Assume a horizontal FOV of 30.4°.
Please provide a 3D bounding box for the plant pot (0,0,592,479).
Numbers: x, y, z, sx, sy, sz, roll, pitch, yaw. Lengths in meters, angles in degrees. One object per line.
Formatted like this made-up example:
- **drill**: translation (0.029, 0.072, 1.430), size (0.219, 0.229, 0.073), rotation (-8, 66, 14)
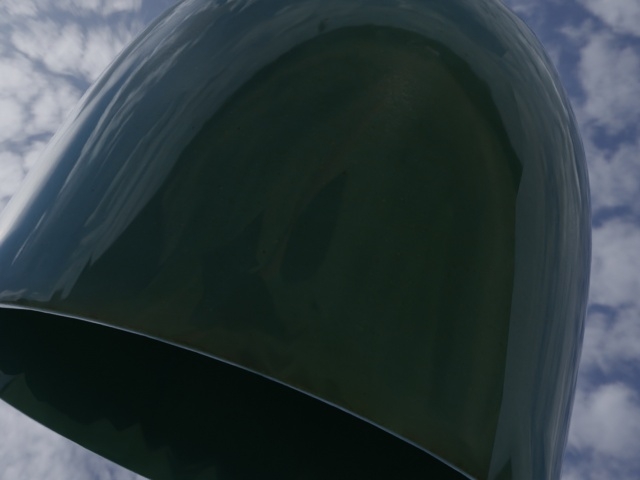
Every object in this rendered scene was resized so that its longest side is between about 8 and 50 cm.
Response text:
- **plant pot**: translation (0.000, 0.000, 0.582), size (0.293, 0.293, 0.235), rotation (26, -114, -10)
